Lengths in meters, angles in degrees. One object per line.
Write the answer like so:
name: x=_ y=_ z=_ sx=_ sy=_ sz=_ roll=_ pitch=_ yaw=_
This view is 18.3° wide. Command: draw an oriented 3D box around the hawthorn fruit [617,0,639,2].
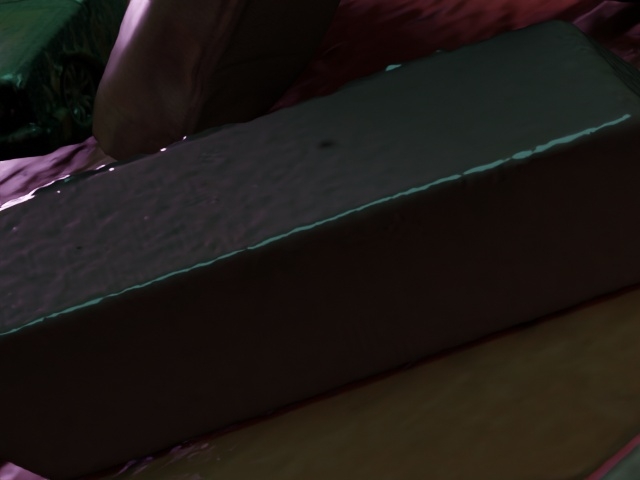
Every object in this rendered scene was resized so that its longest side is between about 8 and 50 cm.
hawthorn fruit: x=0.189 y=-0.208 z=0.932 sx=0.261 sy=0.224 sz=0.224 roll=20 pitch=41 yaw=19

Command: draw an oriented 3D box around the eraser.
eraser: x=0.000 y=0.001 z=0.781 sx=0.352 sy=0.077 sz=0.111 roll=-19 pitch=30 yaw=-3

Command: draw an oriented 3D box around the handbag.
handbag: x=-0.013 y=-0.181 z=0.983 sx=0.109 sy=0.253 sz=0.316 roll=27 pitch=31 yaw=-5

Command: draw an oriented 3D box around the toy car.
toy car: x=-0.159 y=-0.137 z=1.105 sx=0.141 sy=0.097 sz=0.321 roll=-7 pitch=28 yaw=21
